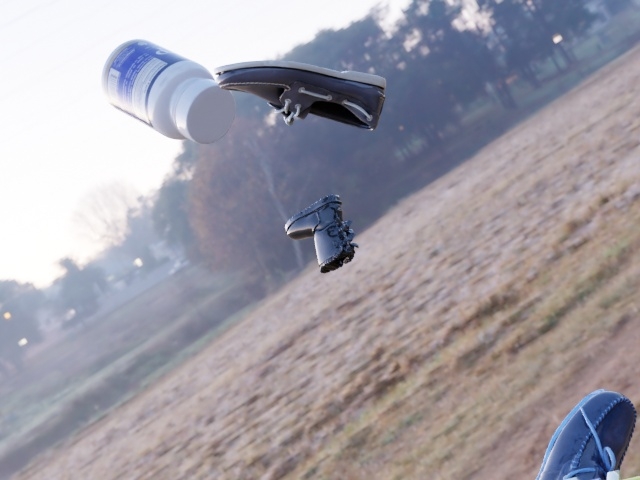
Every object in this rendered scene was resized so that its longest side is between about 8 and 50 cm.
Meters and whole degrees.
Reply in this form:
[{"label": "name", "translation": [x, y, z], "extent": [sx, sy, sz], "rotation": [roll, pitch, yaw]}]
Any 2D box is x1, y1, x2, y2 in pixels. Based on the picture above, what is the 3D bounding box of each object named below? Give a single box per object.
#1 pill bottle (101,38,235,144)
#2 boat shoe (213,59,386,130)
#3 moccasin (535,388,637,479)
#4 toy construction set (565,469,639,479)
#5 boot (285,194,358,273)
[{"label": "pill bottle", "translation": [-0.207, -0.202, 1.308], "extent": [0.112, 0.112, 0.187], "rotation": [-33, 45, -31]}, {"label": "boat shoe", "translation": [-0.020, -0.161, 1.065], "extent": [0.206, 0.064, 0.075], "rotation": [3, 1, -25]}, {"label": "moccasin", "translation": [0.383, 0.376, 1.367], "extent": [0.117, 0.138, 0.342], "rotation": [0, 54, 60]}, {"label": "toy construction set", "translation": [0.316, 0.391, 0.928], "extent": [0.151, 0.327, 0.215], "rotation": [-5, -13, 25]}, {"label": "boot", "translation": [0.000, 0.000, 1.375], "extent": [0.045, 0.099, 0.121], "rotation": [9, -32, -42]}]
